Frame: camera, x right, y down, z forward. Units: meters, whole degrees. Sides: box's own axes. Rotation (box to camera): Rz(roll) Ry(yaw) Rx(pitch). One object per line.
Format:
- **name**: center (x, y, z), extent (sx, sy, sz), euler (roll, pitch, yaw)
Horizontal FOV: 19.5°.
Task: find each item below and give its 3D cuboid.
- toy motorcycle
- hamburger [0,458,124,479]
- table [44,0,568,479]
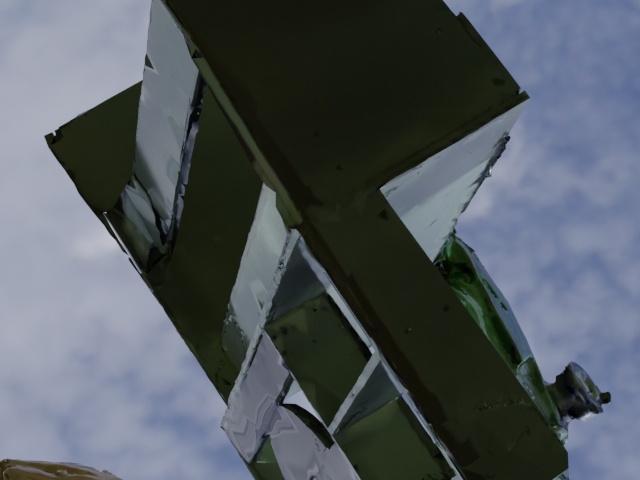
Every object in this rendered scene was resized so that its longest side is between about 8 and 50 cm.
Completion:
- **toy motorcycle**: center (0.065, 0.055, 0.806), extent (0.074, 0.106, 0.190), euler (-35, -131, 19)
- **hamburger**: center (-0.136, 0.270, 1.159), extent (0.282, 0.155, 0.245), euler (33, -146, 2)
- **table**: center (0.000, 0.000, 0.456), extent (0.062, 0.146, 0.175), euler (-31, -104, -20)
